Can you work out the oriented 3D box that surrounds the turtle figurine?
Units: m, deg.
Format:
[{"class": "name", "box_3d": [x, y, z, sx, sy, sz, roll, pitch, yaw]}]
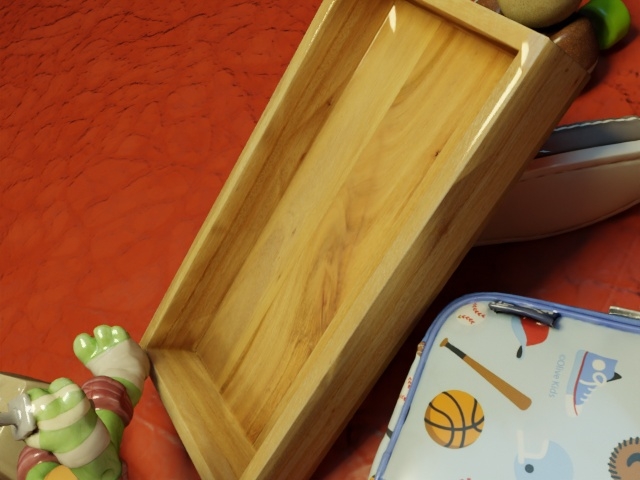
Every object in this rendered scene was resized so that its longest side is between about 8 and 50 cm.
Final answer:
[{"class": "turtle figurine", "box_3d": [-0.223, 0.160, 0.454, 0.275, 0.197, 0.266, 8, 18, -13]}]

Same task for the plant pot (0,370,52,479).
[{"class": "plant pot", "box_3d": [-0.299, 0.184, 0.638, 0.109, 0.096, 0.109, 4, 60, 30]}]

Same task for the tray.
[{"class": "tray", "box_3d": [0.000, 0.000, 0.518, 0.203, 0.076, 0.411, 47, 114, 40]}]

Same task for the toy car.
[{"class": "toy car", "box_3d": [0.198, -0.246, 0.614, 0.155, 0.188, 0.149, -37, 49, -11]}]

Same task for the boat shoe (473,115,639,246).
[{"class": "boat shoe", "box_3d": [0.136, -0.048, 0.573, 0.324, 0.116, 0.096, -18, 55, 22]}]

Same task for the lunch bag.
[{"class": "lunch bag", "box_3d": [0.156, 0.179, 0.407, 0.243, 0.115, 0.303, 12, 66, 30]}]
